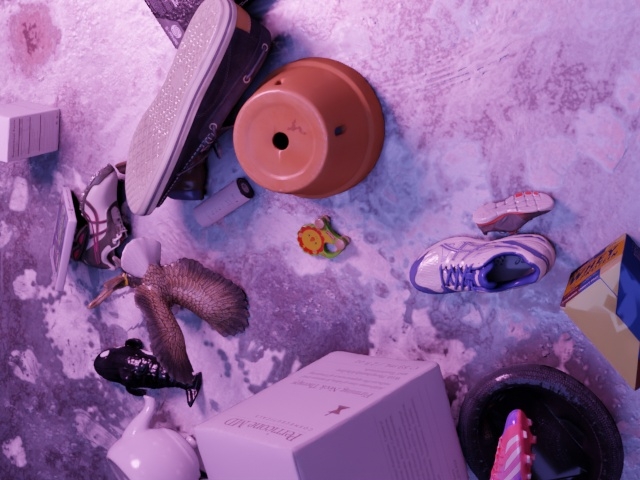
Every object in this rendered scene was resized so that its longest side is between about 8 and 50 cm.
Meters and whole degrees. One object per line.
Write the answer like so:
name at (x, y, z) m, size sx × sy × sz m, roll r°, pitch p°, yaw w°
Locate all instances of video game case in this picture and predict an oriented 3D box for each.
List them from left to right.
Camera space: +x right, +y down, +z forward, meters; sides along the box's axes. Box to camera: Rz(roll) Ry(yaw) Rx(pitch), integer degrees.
video game case at (-0.606, -0.004, 2.016) m, size 0.022 × 0.173 × 0.190 m, roll 6°, pitch 117°, yaw -26°

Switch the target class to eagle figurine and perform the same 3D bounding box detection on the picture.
eagle figurine at (-0.334, 0.143, 1.933) m, size 0.298 × 0.225 × 0.226 m, roll 36°, pitch 105°, yaw 21°

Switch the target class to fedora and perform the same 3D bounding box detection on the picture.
fedora at (0.438, 0.374, 1.699) m, size 0.334 × 0.152 × 0.334 m, roll 6°, pitch 110°, yaw 18°

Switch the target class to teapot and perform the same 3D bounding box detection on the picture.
teapot at (-0.373, 0.546, 2.061) m, size 0.252 × 0.187 × 0.256 m, roll 37°, pitch 149°, yaw 30°

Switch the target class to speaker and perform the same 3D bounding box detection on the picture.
speaker at (-0.215, -0.082, 1.889) m, size 0.136 × 0.055 × 0.055 m, roll -32°, pitch 91°, yaw 26°

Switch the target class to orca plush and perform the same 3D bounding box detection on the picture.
orca plush at (-0.436, 0.336, 2.067) m, size 0.287 × 0.102 × 0.151 m, roll 25°, pitch 112°, yaw 14°

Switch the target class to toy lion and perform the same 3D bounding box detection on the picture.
toy lion at (0.000, 0.000, 1.841) m, size 0.100 × 0.034 × 0.096 m, roll 45°, pitch 122°, yaw 5°

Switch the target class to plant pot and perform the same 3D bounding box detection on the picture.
plant pot at (-0.042, -0.211, 1.703) m, size 0.291 × 0.203 × 0.291 m, roll 6°, pitch 107°, yaw 21°

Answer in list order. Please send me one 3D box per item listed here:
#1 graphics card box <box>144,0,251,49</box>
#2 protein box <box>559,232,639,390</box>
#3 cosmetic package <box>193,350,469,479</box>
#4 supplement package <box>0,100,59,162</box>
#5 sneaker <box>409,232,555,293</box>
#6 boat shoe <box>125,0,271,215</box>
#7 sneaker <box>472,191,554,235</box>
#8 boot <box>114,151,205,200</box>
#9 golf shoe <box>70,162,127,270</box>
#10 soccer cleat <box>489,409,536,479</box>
graphics card box at (-0.207, -0.582, 1.726) m, size 0.371 × 0.094 × 0.233 m, roll -34°, pitch 91°, yaw 25°
protein box at (0.560, 0.123, 1.554) m, size 0.136 × 0.201 × 0.200 m, roll -42°, pitch 87°, yaw 26°
cosmetic package at (0.033, 0.448, 1.694) m, size 0.329 × 0.394 × 0.327 m, roll -3°, pitch 105°, yaw 50°
supplement package at (-0.696, -0.252, 1.965) m, size 0.105 × 0.179 × 0.105 m, roll 15°, pitch 109°, yaw 18°
sneaker at (0.302, 0.052, 1.678) m, size 0.296 × 0.131 × 0.112 m, roll -14°, pitch 101°, yaw 26°
boat shoe at (-0.256, -0.251, 1.755) m, size 0.500 × 0.156 × 0.187 m, roll -59°, pitch 41°, yaw 21°
sneaker at (0.380, -0.048, 1.671) m, size 0.158 × 0.061 × 0.065 m, roll -12°, pitch 127°, yaw 25°
boot at (-0.356, -0.136, 1.916) m, size 0.219 × 0.082 × 0.106 m, roll -2°, pitch 101°, yaw 20°
golf shoe at (-0.494, -0.052, 1.989) m, size 0.120 × 0.105 × 0.273 m, roll 26°, pitch 124°, yaw 6°
soccer cleat at (0.357, 0.433, 1.622) m, size 0.095 × 0.083 × 0.248 m, roll 0°, pitch 110°, yaw 25°
